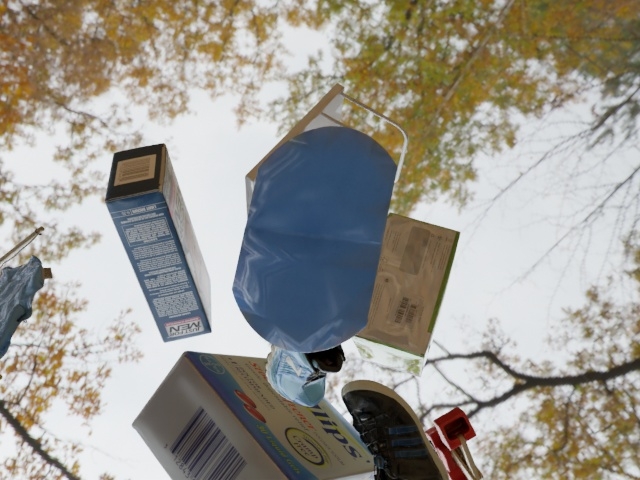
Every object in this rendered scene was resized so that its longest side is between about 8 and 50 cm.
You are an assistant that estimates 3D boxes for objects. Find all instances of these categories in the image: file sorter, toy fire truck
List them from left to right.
[{"bbox_3d":[0.013,-0.111,1.306,0.173,0.192,0.277,33,-118,16],"label":"file sorter"},{"bbox_3d":[0.222,0.345,1.101,0.047,0.135,0.192,-27,-83,-10],"label":"toy fire truck"}]

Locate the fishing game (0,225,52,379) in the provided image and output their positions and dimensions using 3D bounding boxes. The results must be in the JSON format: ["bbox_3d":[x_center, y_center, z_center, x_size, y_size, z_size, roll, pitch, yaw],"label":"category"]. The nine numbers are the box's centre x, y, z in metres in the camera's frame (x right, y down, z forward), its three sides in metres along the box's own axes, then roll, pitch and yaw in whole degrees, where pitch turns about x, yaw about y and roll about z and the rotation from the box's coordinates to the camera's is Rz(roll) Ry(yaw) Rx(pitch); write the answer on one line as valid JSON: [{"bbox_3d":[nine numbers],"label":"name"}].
[{"bbox_3d":[-0.412,0.101,0.904,0.041,0.189,0.264,42,-157,-36],"label":"fishing game"}]

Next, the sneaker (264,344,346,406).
[{"bbox_3d":[-0.012,0.119,0.688,0.063,0.162,0.073,-33,-129,-26],"label":"sneaker"}]

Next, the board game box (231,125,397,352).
[{"bbox_3d":[0.000,0.000,0.524,0.033,0.133,0.168,18,-99,-50],"label":"board game box"}]

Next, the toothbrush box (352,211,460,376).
[{"bbox_3d":[0.145,0.103,1.177,0.122,0.283,0.206,17,-105,11],"label":"toothbrush box"}]

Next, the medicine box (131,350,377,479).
[{"bbox_3d":[-0.081,0.309,1.045,0.263,0.149,0.289,41,-169,30],"label":"medicine box"}]

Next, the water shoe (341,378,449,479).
[{"bbox_3d":[0.093,0.260,0.859,0.203,0.073,0.080,52,-146,-12],"label":"water shoe"}]

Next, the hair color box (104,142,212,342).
[{"bbox_3d":[-0.298,0.009,1.336,0.105,0.347,0.173,-11,-142,-1],"label":"hair color box"}]
